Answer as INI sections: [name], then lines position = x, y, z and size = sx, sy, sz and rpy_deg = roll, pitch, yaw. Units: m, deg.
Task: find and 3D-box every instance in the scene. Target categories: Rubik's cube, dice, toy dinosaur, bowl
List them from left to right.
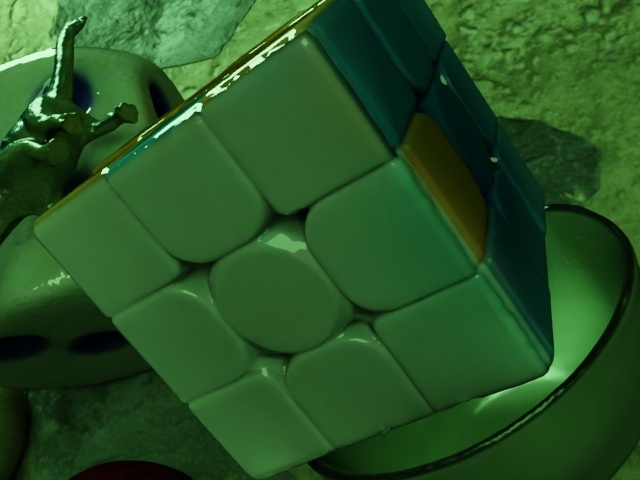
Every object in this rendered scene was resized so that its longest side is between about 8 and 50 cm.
[toy dinosaur]
position = -0.268, -0.074, 0.704
size = 0.147, 0.076, 0.363
rpy_deg = 6, 68, 36
[dice]
position = -0.280, -0.018, 0.869
size = 0.304, 0.277, 0.304
rpy_deg = -20, 63, 7
[Rubik's cube]
position = 0.002, -0.026, 0.642
size = 0.291, 0.290, 0.292
rpy_deg = -28, 19, 28
[bowl]
position = 0.164, 0.144, 0.705
size = 0.354, 0.354, 0.185
rpy_deg = -38, 109, -3

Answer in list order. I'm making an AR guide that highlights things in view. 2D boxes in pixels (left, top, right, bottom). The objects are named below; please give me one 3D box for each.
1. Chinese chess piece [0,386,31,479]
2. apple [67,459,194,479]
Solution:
[Chinese chess piece]
position = -0.491, 0.234, 0.910
size = 0.257, 0.104, 0.257
rpy_deg = -5, 67, 11
[apple]
position = -0.198, 0.356, 0.728
size = 0.260, 0.216, 0.260
rpy_deg = -4, 71, 12
